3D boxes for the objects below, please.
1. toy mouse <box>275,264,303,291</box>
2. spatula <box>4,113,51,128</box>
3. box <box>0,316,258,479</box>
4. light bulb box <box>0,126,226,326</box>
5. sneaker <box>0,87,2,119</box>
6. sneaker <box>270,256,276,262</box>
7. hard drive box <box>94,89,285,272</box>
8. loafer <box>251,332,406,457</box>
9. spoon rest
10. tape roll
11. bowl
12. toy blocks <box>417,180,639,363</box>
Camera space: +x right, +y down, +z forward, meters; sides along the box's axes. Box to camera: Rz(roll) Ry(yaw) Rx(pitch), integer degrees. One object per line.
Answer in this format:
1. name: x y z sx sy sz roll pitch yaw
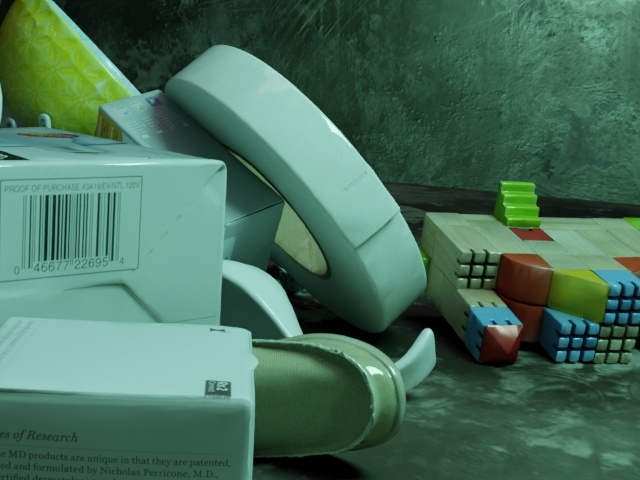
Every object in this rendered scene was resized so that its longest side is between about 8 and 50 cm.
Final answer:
1. toy mouse: -0.008 0.057 1.478 0.143 0.031 0.161 5 6 32
2. spatula: -0.383 -0.044 1.281 0.168 0.242 0.019 11 22 30
3. box: -0.135 0.129 0.677 0.182 0.119 0.181 4 8 -5
4. light bulb box: -0.339 0.012 0.992 0.358 0.225 0.361 -5 13 -43
5. sneaker: -0.419 -0.158 1.041 0.115 0.090 0.232 -9 14 -41
6. sneaker: 0.000 0.000 1.614 0.150 0.135 0.366 36 18 28
7. hard drive box: -0.162 -0.032 1.178 0.089 0.181 0.232 -24 53 -40
8. loafer: -0.063 0.127 0.822 0.269 0.102 0.092 -2 6 29
9. spoon rest: -0.027 0.093 1.024 0.276 0.137 0.084 15 51 25
10. tape roll: -0.033 -0.054 1.211 0.072 0.392 0.392 -41 24 -13
11. bowl: -0.326 -0.174 1.330 0.289 0.156 0.289 48 -1 1
12. toy blocks: 0.297 0.058 1.270 0.381 0.190 0.261 1 21 -14
